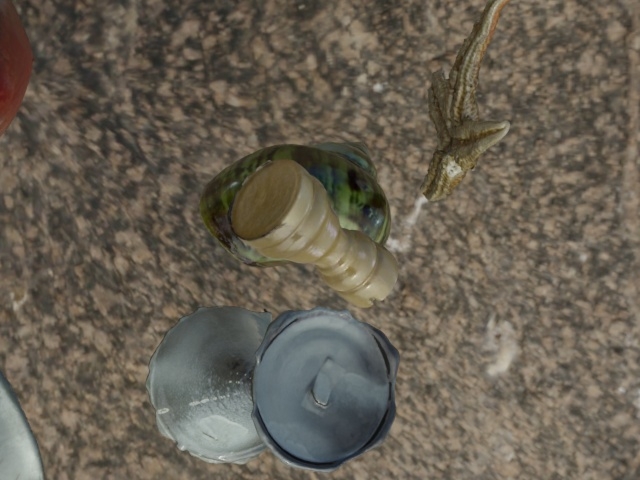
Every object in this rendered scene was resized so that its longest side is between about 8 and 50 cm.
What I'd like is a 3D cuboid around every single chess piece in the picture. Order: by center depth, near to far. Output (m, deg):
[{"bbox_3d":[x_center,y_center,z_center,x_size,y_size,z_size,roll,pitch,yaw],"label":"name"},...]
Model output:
[{"bbox_3d":[0.000,0.000,0.607,0.122,0.066,0.066,37,86,-40],"label":"chess piece"}]

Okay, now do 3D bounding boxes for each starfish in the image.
[{"bbox_3d":[0.125,-0.121,0.830,0.050,0.247,0.138,6,78,-9],"label":"starfish"}]

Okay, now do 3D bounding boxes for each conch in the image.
[{"bbox_3d":[-0.011,-0.046,0.902,0.187,0.181,0.124,33,115,-1],"label":"conch"}]

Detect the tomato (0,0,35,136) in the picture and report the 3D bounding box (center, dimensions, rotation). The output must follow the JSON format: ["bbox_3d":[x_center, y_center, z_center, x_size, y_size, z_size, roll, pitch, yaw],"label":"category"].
[{"bbox_3d":[-0.348,-0.160,0.741,0.184,0.208,0.208,-19,106,3],"label":"tomato"}]

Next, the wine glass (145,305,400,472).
[{"bbox_3d":[-0.033,0.090,0.561,0.122,0.183,0.122,5,78,-24],"label":"wine glass"}]

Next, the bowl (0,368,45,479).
[{"bbox_3d":[-0.419,0.209,0.799,0.313,0.146,0.313,10,116,21],"label":"bowl"}]
